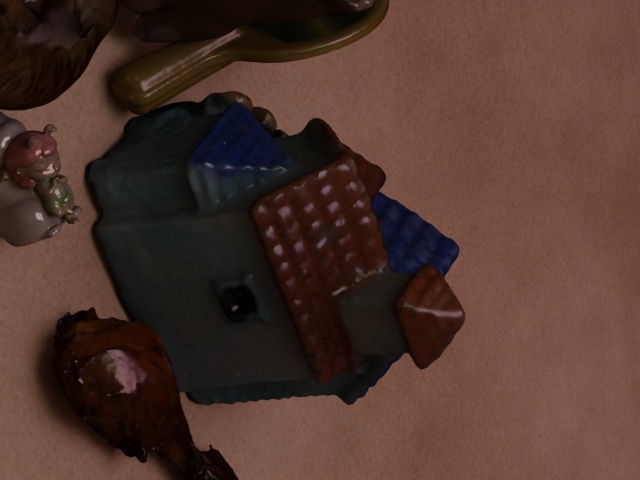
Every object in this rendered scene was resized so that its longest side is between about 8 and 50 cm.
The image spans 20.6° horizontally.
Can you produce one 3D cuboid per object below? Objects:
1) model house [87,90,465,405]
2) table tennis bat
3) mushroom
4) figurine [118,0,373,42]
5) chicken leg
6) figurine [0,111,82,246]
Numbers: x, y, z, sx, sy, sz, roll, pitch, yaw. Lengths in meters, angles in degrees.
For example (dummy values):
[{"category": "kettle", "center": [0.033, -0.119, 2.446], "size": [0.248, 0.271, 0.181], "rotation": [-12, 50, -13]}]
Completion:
[{"category": "model house", "center": [0.000, 0.000, 1.669], "size": [0.252, 0.329, 0.295], "rotation": [-48, 126, -44]}, {"category": "table tennis bat", "center": [-0.072, -0.206, 1.748], "size": [0.321, 0.198, 0.050], "rotation": [-31, 131, -32]}, {"category": "mushroom", "center": [-0.257, -0.244, 1.439], "size": [0.283, 0.195, 0.263], "rotation": [-53, 137, -26]}, {"category": "figurine", "center": [-0.098, -0.289, 1.640], "size": [0.177, 0.247, 0.173], "rotation": [26, 60, -53]}, {"category": "chicken leg", "center": [-0.146, 0.170, 1.644], "size": [0.304, 0.093, 0.113], "rotation": [53, 33, -43]}, {"category": "figurine", "center": [-0.258, -0.076, 1.501], "size": [0.081, 0.098, 0.146], "rotation": [-68, 138, -64]}]
